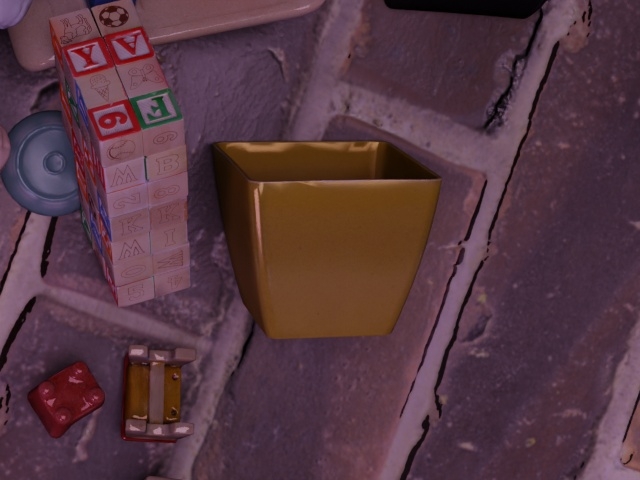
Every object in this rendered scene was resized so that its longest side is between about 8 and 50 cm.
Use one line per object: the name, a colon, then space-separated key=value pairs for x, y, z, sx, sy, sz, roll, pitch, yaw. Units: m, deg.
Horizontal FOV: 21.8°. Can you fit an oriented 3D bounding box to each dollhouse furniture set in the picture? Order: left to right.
dollhouse furniture set: x=-0.256 y=0.305 z=1.835 sx=0.201 sy=0.152 sz=0.374 roll=5 pitch=73 yaw=-15

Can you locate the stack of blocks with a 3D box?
stack of blocks: x=-0.207 y=-0.085 z=1.741 sx=0.087 sy=0.297 sz=0.171 roll=-17 pitch=57 yaw=-14

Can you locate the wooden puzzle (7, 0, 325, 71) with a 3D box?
wooden puzzle: x=-0.193 y=-0.367 z=1.787 sx=0.348 sy=0.080 sz=0.322 roll=-15 pitch=74 yaw=-12

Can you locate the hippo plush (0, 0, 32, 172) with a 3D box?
hippo plush: x=-0.352 y=-0.207 z=1.663 sx=0.234 sy=0.294 sz=0.236 roll=43 pitch=99 yaw=-12

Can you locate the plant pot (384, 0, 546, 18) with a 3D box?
plant pot: x=0.191 y=-0.360 z=1.898 sx=0.188 sy=0.167 sz=0.187 roll=2 pitch=92 yaw=-16

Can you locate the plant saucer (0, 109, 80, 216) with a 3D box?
plant saucer: x=-0.297 y=-0.086 z=1.852 sx=0.119 sy=0.021 sz=0.119 roll=0 pitch=92 yaw=-14

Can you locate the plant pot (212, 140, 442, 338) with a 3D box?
plant pot: x=0.000 y=0.000 z=1.851 sx=0.212 sy=0.212 sz=0.187 roll=-2 pitch=105 yaw=-15
